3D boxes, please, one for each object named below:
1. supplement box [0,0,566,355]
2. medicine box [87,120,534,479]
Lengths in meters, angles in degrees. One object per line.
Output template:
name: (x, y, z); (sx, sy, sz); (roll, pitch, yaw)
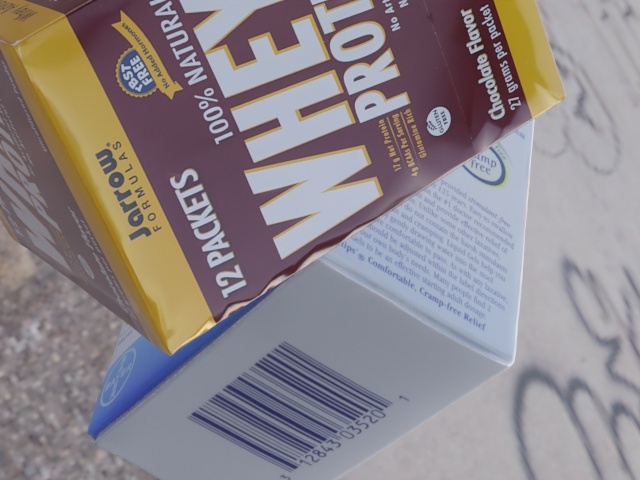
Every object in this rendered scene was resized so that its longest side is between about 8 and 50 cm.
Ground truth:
supplement box: (-0.045, -0.081, 0.605); (0.191, 0.194, 0.129); (26, -36, 57)
medicine box: (0.000, 0.000, 0.983); (0.149, 0.263, 0.289); (31, 44, -20)
